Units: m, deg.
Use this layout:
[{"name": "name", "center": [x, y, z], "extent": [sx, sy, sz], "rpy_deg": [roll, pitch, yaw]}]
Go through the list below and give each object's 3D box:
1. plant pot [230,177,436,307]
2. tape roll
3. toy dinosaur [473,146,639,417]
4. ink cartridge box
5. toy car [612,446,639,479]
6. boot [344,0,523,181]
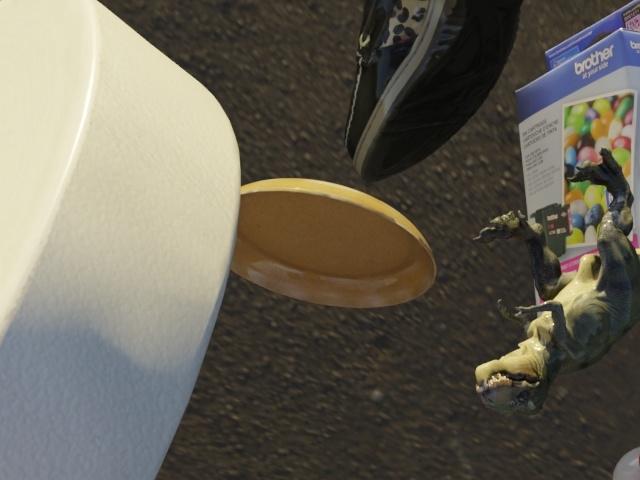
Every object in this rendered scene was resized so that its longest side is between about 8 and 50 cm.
[{"name": "plant pot", "center": [0.000, 0.000, 1.454], "extent": [0.236, 0.236, 0.032], "rpy_deg": [3, 61, 20]}, {"name": "tape roll", "center": [-0.185, 0.073, 0.564], "extent": [0.392, 0.072, 0.392], "rpy_deg": [-37, 30, 26]}, {"name": "toy dinosaur", "center": [0.178, 0.014, 0.959], "extent": [0.268, 0.064, 0.118], "rpy_deg": [-30, 79, -23]}, {"name": "ink cartridge box", "center": [0.277, -0.081, 1.488], "extent": [0.186, 0.065, 0.311], "rpy_deg": [-28, 59, 58]}, {"name": "toy car", "center": [0.348, 0.236, 1.366], "extent": [0.159, 0.136, 0.182], "rpy_deg": [-12, 44, 18]}, {"name": "boot", "center": [0.035, -0.169, 0.865], "extent": [0.178, 0.085, 0.236], "rpy_deg": [49, 138, 27]}]
